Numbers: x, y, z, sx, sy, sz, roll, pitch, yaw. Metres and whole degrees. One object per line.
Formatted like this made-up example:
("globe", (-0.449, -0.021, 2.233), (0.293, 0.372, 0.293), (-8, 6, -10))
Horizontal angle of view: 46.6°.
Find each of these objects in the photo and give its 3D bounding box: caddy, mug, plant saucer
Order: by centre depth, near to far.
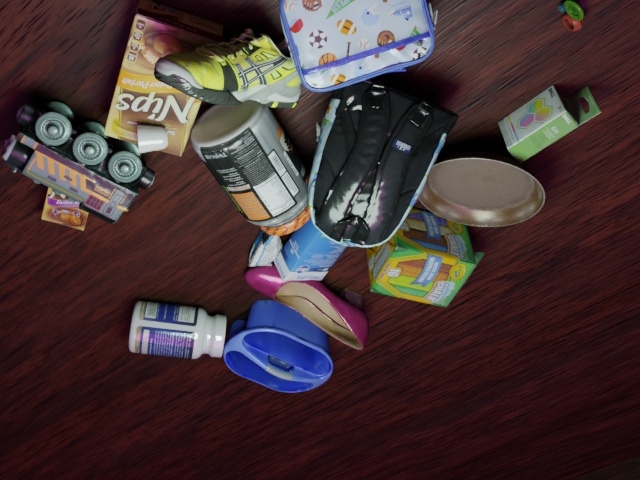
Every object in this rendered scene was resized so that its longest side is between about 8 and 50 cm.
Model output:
("mug", (-0.372, -0.227, 1.650), (0.064, 0.078, 0.062), (-5, 103, -11))
("plant saucer", (0.391, -0.129, 1.824), (0.311, 0.050, 0.310), (11, 154, 6))
("caddy", (-0.124, 0.333, 2.211), (0.341, 0.179, 0.241), (28, 125, -25))

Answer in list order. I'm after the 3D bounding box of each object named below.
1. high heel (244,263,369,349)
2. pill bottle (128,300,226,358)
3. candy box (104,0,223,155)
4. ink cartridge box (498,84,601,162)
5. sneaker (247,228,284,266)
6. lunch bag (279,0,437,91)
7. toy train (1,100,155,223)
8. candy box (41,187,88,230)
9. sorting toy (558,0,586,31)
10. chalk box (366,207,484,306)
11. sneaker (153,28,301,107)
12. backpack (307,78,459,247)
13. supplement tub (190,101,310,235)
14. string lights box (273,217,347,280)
("high heel", (-0.033, 0.182, 2.070), (0.378, 0.181, 0.127), (15, 131, -16))
("pill bottle", (-0.411, 0.263, 2.151), (0.265, 0.153, 0.153), (8, 132, -9))
("candy box", (-0.346, -0.348, 1.625), (0.183, 0.087, 0.316), (15, 130, -17))
("ink cartridge box", (0.520, -0.282, 1.705), (0.209, 0.108, 0.062), (-34, 126, 26))
("sneaker", (-0.127, 0.006, 1.988), (0.083, 0.071, 0.190), (11, 140, -21))
("lunch bag", (0.080, -0.434, 1.492), (0.304, 0.115, 0.243), (-16, 114, 3))
("toy train", (-0.556, -0.179, 1.714), (0.334, 0.142, 0.190), (29, 103, -26))
("candy box", (-0.624, -0.117, 1.858), (0.109, 0.053, 0.186), (16, 129, -16))
("sorting toy", (0.534, -0.482, 1.554), (0.042, 0.061, 0.102), (-42, 165, -2))
("chalk box", (0.287, 0.046, 1.956), (0.289, 0.179, 0.180), (12, 132, -13))
("sneaker", (-0.178, -0.360, 1.511), (0.385, 0.145, 0.147), (-14, 128, -53))
("backpack", (0.108, -0.156, 1.689), (0.290, 0.273, 0.355), (16, 87, -9))
("supplement tub", (-0.145, -0.168, 1.730), (0.194, 0.193, 0.316), (-19, 131, 15))
("string lights box", (0.000, 0.000, 1.941), (0.134, 0.076, 0.259), (1, 139, -39))
